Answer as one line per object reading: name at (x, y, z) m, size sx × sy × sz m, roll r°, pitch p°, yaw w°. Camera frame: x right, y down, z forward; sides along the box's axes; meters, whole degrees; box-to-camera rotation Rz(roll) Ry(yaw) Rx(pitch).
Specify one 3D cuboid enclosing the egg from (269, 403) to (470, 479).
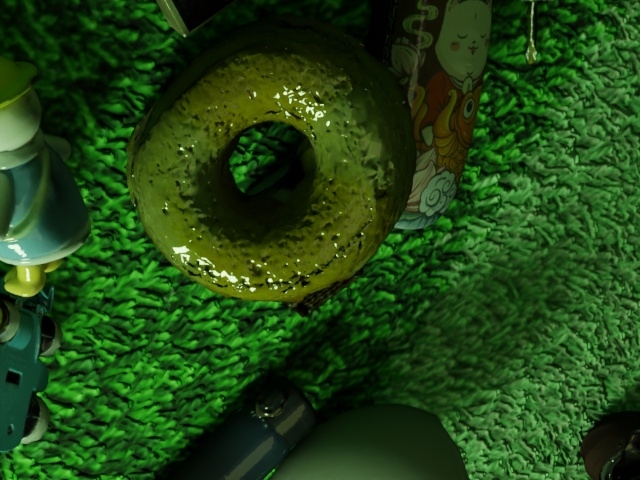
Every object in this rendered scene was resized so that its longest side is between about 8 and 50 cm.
egg at (0.040, 0.271, 2.006) m, size 0.232 × 0.176 × 0.176 m, roll -33°, pitch 130°, yaw -13°

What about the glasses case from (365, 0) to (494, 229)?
glasses case at (0.099, -0.169, 1.822) m, size 0.122 × 0.082 × 0.321 m, roll -2°, pitch 104°, yaw -48°

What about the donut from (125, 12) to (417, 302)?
donut at (-0.045, -0.069, 1.723) m, size 0.272 × 0.107 × 0.272 m, roll 0°, pitch 95°, yaw 2°

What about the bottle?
bottle at (-0.107, 0.240, 1.958) m, size 0.244 × 0.072 × 0.082 m, roll -44°, pitch 149°, yaw -6°

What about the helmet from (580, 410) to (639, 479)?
helmet at (0.359, 0.243, 2.276) m, size 0.123 × 0.070 × 0.098 m, roll -22°, pitch 133°, yaw -30°

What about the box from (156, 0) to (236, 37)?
box at (-0.110, -0.236, 1.706) m, size 0.083 × 0.035 × 0.079 m, roll -37°, pitch 130°, yaw -10°

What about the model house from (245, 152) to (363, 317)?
model house at (0.006, -0.004, 1.871) m, size 0.165 × 0.106 × 0.152 m, roll -36°, pitch 129°, yaw -6°

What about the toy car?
toy car at (-0.308, 0.108, 1.752) m, size 0.126 × 0.098 × 0.161 m, roll 31°, pitch 67°, yaw -67°

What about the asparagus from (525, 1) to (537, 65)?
asparagus at (0.211, -0.249, 1.931) m, size 0.016 × 0.013 × 0.166 m, roll -28°, pitch 129°, yaw -32°

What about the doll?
doll at (-0.264, -0.068, 1.654) m, size 0.135 × 0.099 × 0.241 m, roll -33°, pitch 123°, yaw -26°
